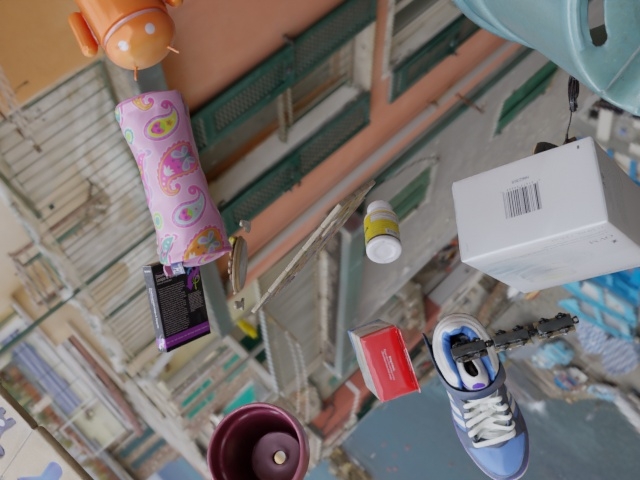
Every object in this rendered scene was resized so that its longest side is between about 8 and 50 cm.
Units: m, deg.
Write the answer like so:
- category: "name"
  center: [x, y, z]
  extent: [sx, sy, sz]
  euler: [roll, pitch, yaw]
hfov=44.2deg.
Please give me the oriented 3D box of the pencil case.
- category: "pencil case"
  center: [-0.234, -0.092, 1.244]
  extent: [0.124, 0.124, 0.284]
  euler: [-12, 95, 68]

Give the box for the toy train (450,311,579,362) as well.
- category: "toy train"
  center: [0.238, 0.121, 0.966]
  extent: [0.036, 0.158, 0.027]
  euler: [55, -160, -62]

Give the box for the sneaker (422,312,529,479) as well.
- category: "sneaker"
  center: [0.283, 0.287, 1.417]
  extent: [0.236, 0.130, 0.323]
  euler: [30, -137, -73]

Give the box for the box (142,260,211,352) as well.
- category: "box"
  center: [-0.261, 0.110, 1.440]
  extent: [0.029, 0.116, 0.162]
  euler: [0, 102, 37]

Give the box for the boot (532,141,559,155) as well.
- category: "boot"
  center: [0.578, -0.177, 2.003]
  extent: [0.198, 0.077, 0.137]
  euler: [33, 166, -23]

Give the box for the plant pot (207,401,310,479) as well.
- category: "plant pot"
  center: [-0.109, 0.444, 1.619]
  extent: [0.201, 0.201, 0.180]
  euler: [40, 174, 23]

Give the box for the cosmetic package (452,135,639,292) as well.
- category: "cosmetic package"
  center: [0.359, -0.026, 1.208]
  extent: [0.224, 0.138, 0.224]
  euler: [-18, 155, 34]

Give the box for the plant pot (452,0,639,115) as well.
- category: "plant pot"
  center: [0.307, -0.300, 0.768]
  extent: [0.334, 0.341, 0.341]
  euler: [-100, -15, -57]

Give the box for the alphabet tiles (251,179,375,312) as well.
- category: "alphabet tiles"
  center: [0.000, 0.000, 1.137]
  extent: [0.009, 0.198, 0.237]
  euler: [41, -159, 5]

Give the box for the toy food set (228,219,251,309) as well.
- category: "toy food set"
  center: [-0.181, 0.051, 1.667]
  extent: [0.038, 0.192, 0.132]
  euler: [4, 176, 4]

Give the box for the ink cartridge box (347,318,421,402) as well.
- category: "ink cartridge box"
  center: [0.125, 0.239, 1.578]
  extent: [0.231, 0.078, 0.134]
  euler: [162, 89, -84]

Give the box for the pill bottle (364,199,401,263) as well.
- category: "pill bottle"
  center: [0.113, -0.019, 1.443]
  extent: [0.116, 0.065, 0.065]
  euler: [-90, -18, -47]

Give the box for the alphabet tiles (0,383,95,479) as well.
- category: "alphabet tiles"
  center: [-0.262, 0.263, 0.584]
  extent: [0.285, 0.011, 0.342]
  euler: [43, 115, 9]

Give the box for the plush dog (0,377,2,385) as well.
- category: "plush dog"
  center: [-0.387, 0.227, 0.778]
  extent: [0.210, 0.225, 0.262]
  euler: [24, 165, -29]

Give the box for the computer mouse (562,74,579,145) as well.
- category: "computer mouse"
  center: [0.503, -0.213, 1.555]
  extent: [0.041, 0.242, 0.071]
  euler: [4, -175, 9]

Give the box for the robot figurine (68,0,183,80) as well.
- category: "robot figurine"
  center: [-0.320, -0.377, 1.296]
  extent: [0.128, 0.158, 0.219]
  euler: [-39, 79, 47]
